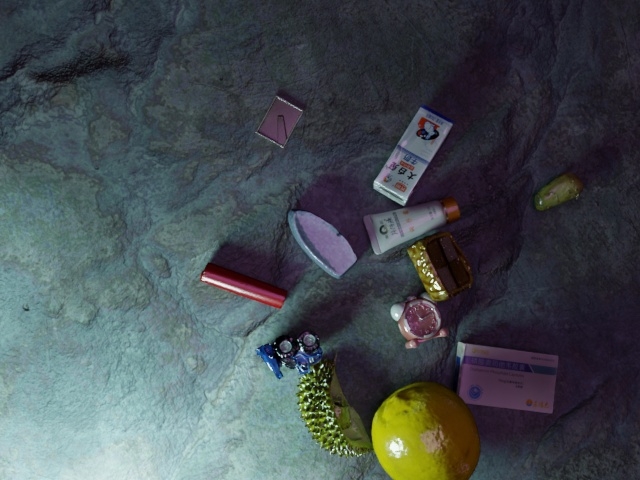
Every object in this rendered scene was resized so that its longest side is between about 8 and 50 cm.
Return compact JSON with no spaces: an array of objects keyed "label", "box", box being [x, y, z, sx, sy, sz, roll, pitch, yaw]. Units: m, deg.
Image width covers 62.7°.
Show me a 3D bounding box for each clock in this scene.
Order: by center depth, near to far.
[{"label":"clock","box":[0.326,0.263,1.754,0.165,0.093,0.162,-18,80,-12]}]

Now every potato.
[{"label":"potato","box":[0.830,-0.171,1.837,0.188,0.085,0.105,-31,113,-4]}]

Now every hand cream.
[{"label":"hand cream","box":[0.307,-0.067,1.772,0.314,0.089,0.140,-21,78,-1]}]

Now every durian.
[{"label":"durian","box":[0.034,0.554,1.709,0.169,0.157,0.356,-22,90,-43]}]

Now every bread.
[{"label":"bread","box":[0.399,0.082,1.742,0.181,0.096,0.222,-27,90,-38]}]

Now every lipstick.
[{"label":"lipstick","box":[-0.247,0.146,1.696,0.279,0.073,0.073,21,85,-5]}]

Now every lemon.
[{"label":"lemon","box":[0.326,0.608,1.617,0.347,0.348,0.348,0,87,-7]}]

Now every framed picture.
[{"label":"framed picture","box":[-0.136,-0.400,1.766,0.109,0.011,0.149,29,84,-4]}]

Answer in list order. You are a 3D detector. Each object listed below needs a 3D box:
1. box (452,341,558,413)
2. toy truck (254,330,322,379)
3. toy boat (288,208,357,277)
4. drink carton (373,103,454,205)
[{"label":"box","box":[0.626,0.465,1.786,0.343,0.065,0.200,8,87,-7]},{"label":"toy truck","box":[-0.097,0.369,1.668,0.208,0.113,0.126,-11,69,-4]},{"label":"toy boat","box":[0.000,0.000,1.729,0.127,0.078,0.283,-44,94,-4]},{"label":"drink carton","box":[0.310,-0.280,1.758,0.130,0.106,0.315,31,85,10]}]
